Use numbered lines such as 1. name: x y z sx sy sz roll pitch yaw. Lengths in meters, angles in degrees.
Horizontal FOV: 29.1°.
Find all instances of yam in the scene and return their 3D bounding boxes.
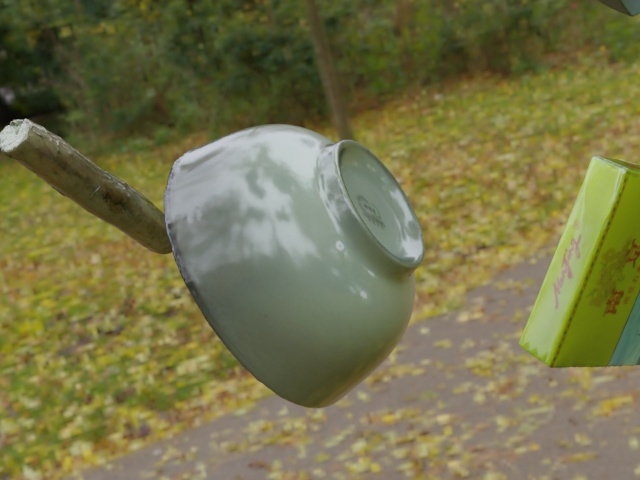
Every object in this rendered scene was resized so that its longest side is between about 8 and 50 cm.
1. yam: -0.318 -0.072 1.749 0.067 0.317 0.071 -34 44 20

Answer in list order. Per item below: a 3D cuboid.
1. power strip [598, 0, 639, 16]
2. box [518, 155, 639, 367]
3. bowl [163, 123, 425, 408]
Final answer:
1. power strip: 0.382 -0.368 1.516 0.167 0.054 0.253 24 -16 -3
2. box: 0.336 0.029 1.170 0.335 0.187 0.047 5 20 -42
3. bowl: 0.000 0.000 1.462 0.185 0.354 0.354 -32 3 24
